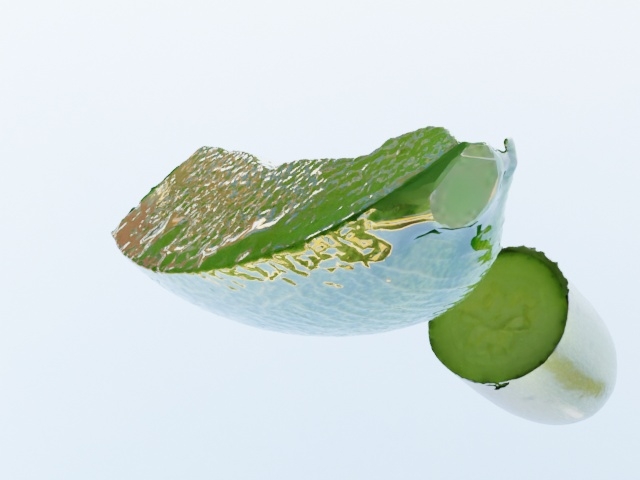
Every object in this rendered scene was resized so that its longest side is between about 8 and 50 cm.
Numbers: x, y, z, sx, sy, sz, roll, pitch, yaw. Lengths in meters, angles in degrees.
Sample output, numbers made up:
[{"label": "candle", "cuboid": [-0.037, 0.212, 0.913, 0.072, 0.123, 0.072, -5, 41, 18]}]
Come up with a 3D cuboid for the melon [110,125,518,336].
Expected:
[{"label": "melon", "cuboid": [0.000, 0.000, 0.668, 0.323, 0.196, 0.124, -178, -83, -66]}]

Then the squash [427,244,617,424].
[{"label": "squash", "cuboid": [0.177, 0.090, 0.874, 0.123, 0.187, 0.123, -16, -122, 27]}]
